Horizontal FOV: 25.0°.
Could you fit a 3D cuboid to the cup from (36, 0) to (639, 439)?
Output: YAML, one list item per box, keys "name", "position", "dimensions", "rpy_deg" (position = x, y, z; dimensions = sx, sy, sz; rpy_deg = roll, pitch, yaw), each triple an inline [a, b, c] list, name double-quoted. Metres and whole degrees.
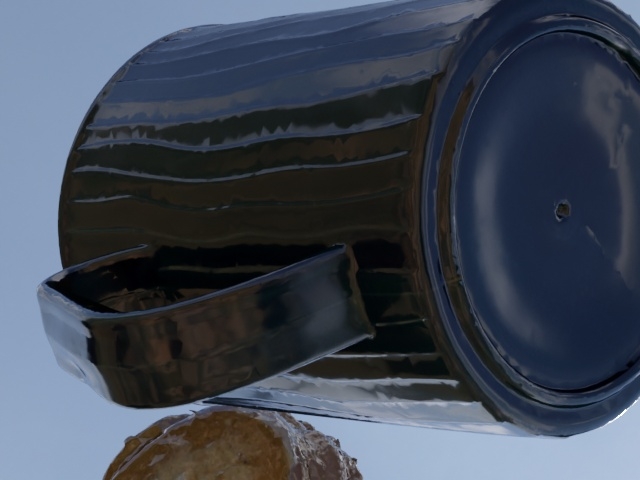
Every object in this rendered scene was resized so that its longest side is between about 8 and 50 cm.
- name: "cup"
  position: [0.007, 0.006, 0.376]
  dimensions: [0.138, 0.150, 0.113]
  rpy_deg: [0, -41, 50]

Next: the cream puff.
- name: "cream puff"
  position: [-0.048, 0.164, 0.806]
  dimensions: [0.165, 0.150, 0.115]
  rpy_deg: [-1, -29, 28]
